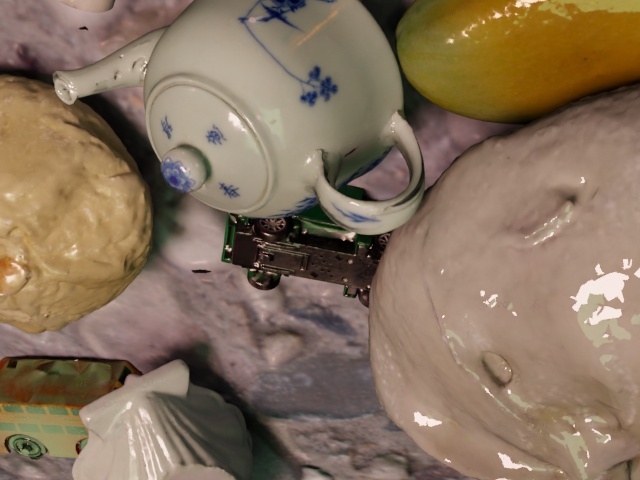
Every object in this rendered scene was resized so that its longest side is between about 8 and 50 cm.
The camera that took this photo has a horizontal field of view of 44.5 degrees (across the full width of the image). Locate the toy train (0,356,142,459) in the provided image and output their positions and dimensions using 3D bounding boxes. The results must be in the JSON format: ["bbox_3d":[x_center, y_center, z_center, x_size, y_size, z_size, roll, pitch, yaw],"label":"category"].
[{"bbox_3d":[-0.268,0.177,0.811,0.188,0.072,0.099,1,132,9],"label":"toy train"}]

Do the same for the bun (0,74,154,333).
[{"bbox_3d":[-0.233,-0.011,0.595,0.220,0.134,0.220,3,129,4],"label":"bun"}]

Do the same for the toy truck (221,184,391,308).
[{"bbox_3d":[0.000,0.000,0.601,0.147,0.079,0.065,12,131,0],"label":"toy truck"}]

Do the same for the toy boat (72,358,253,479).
[{"bbox_3d":[-0.143,0.246,0.773,0.199,0.100,0.290,-29,135,-21],"label":"toy boat"}]

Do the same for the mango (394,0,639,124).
[{"bbox_3d":[0.139,-0.127,0.450,0.194,0.092,0.130,-7,140,13],"label":"mango"}]

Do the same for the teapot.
[{"bbox_3d":[-0.040,-0.074,0.473,0.232,0.159,0.159,26,135,17],"label":"teapot"}]

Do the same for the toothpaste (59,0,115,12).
[{"bbox_3d":[-0.111,-0.224,0.448,0.071,0.045,0.193,18,126,-17],"label":"toothpaste"}]

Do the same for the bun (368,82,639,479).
[{"bbox_3d":[0.201,0.065,0.487,0.354,0.194,0.354,-1,143,-1],"label":"bun"}]
